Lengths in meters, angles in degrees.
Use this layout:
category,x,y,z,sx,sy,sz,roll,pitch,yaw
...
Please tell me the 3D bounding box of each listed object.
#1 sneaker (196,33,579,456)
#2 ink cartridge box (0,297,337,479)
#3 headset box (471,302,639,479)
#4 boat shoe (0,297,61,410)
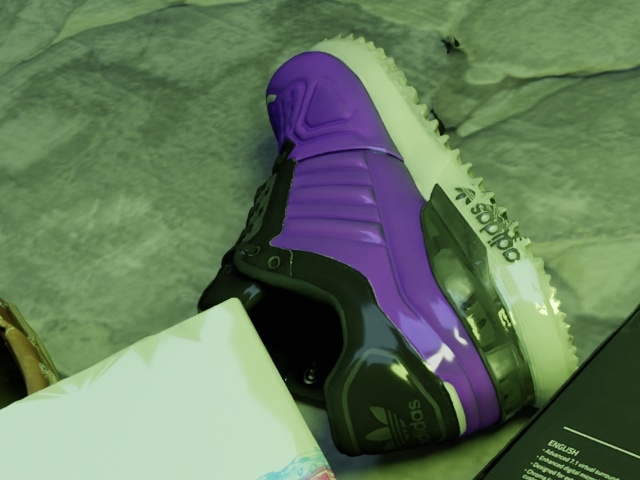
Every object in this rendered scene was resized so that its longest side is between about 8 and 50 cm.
category,x,y,z,sx,sy,sz,roll,pitch,yaw
sneaker,0.000,0.000,0.771,0.146,0.102,0.293,-24,37,-8
ink cartridge box,-0.041,0.137,0.536,0.127,0.128,0.176,-25,64,-9
headset box,0.221,0.097,0.532,0.246,0.131,0.283,20,51,40
boat shoe,-0.184,0.064,0.748,0.122,0.120,0.324,-33,40,-20
